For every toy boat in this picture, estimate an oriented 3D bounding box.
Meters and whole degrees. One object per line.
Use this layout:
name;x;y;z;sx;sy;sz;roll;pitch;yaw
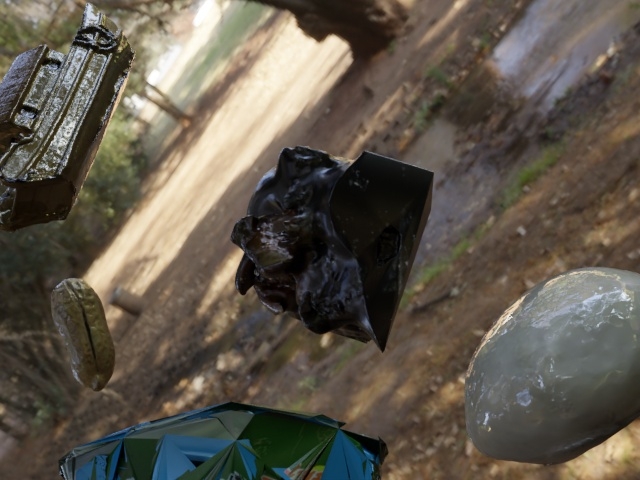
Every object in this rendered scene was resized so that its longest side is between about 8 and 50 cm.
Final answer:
toy boat;-0.392;-0.197;1.205;0.136;0.162;0.445;120;164;-45

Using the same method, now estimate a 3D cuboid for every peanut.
peanut;-0.353;0.141;1.221;0.080;0.174;0.080;-18;-5;-2

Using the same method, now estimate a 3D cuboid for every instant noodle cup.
instant noodle cup;-0.057;0.233;0.533;0.240;0.240;0.178;-44;42;44

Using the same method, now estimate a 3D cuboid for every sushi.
sushi;0.000;0.000;1.006;0.227;0.212;0.215;178;110;-84

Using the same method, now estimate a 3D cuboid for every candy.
candy;0.280;0.137;0.927;0.295;0.185;0.295;-28;-17;-9
